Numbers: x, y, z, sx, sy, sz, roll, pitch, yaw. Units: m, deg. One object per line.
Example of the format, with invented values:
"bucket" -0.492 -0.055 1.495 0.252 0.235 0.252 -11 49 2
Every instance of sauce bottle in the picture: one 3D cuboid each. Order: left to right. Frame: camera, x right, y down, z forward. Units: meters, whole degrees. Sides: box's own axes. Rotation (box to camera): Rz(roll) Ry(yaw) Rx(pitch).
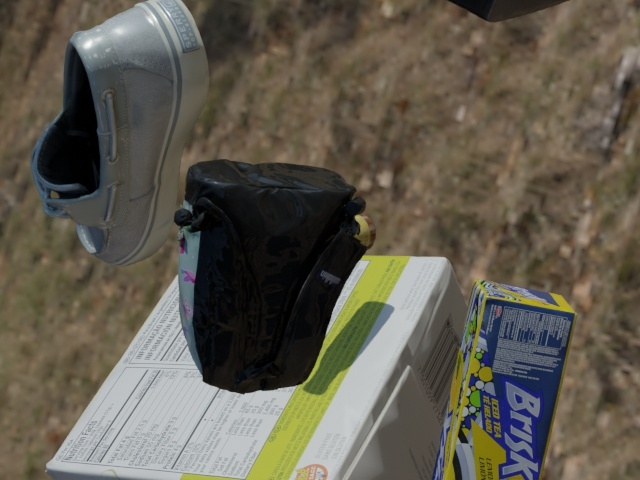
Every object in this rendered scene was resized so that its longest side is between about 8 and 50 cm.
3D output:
"sauce bottle" 0.000 0.000 1.440 0.128 0.042 0.042 -10 -57 -50

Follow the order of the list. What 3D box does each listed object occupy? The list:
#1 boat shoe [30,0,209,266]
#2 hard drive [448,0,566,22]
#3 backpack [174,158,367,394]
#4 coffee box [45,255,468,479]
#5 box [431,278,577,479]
"boat shoe" -0.125 -0.052 0.853 0.079 0.081 0.227 62 153 22
"hard drive" 0.137 -0.220 0.994 0.254 0.172 0.054 -29 -41 -38
"backpack" -0.048 0.030 1.215 0.115 0.151 0.182 -104 20 -69
"coffee box" -0.021 0.245 1.607 0.338 0.334 0.338 -59 -42 -41
"box" 0.098 0.112 0.851 0.059 0.054 0.169 -92 13 -82
